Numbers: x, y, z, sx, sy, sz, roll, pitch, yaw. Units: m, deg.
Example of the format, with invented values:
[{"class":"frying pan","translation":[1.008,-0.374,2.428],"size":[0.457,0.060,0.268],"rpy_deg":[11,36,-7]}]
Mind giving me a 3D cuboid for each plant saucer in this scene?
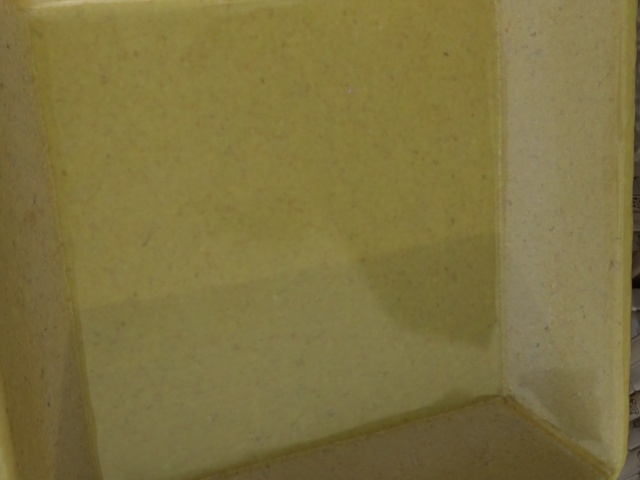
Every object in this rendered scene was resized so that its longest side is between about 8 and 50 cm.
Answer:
[{"class":"plant saucer","translation":[0.000,0.000,0.413],"size":[0.081,0.333,0.332],"rpy_deg":[-154,57,-64]}]

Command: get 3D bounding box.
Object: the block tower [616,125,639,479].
[{"class":"block tower","translation":[0.240,0.042,0.653],"size":[0.097,0.335,0.091],"rpy_deg":[1,148,-21]}]
